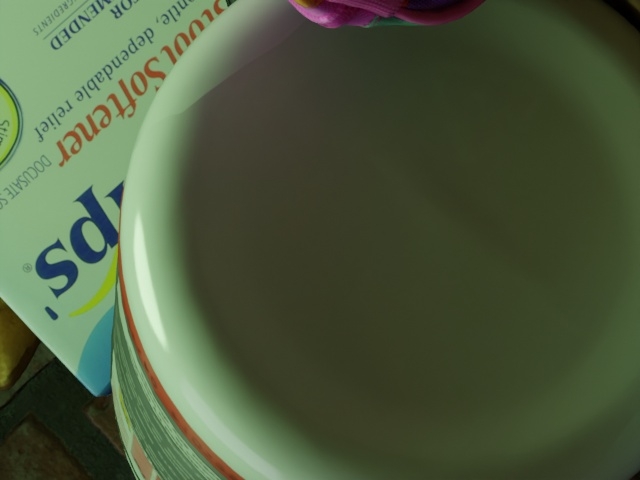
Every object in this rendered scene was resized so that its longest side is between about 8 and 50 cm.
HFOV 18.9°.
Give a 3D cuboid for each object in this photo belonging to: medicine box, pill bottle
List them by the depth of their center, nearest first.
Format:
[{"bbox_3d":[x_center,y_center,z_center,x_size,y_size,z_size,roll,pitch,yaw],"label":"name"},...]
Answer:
[{"bbox_3d":[0.018,0.041,0.794,0.210,0.210,0.363,47,164,7],"label":"pill bottle"},{"bbox_3d":[-0.153,-0.090,1.316,0.289,0.263,0.149,48,176,-10],"label":"medicine box"}]

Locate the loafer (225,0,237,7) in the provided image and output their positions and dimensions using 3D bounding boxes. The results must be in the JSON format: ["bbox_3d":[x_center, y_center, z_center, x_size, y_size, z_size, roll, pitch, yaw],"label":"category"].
[{"bbox_3d":[-0.005,-0.109,0.948,0.078,0.076,0.223,54,176,35],"label":"loafer"}]

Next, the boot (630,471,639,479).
[{"bbox_3d":[0.143,0.058,1.000,0.213,0.077,0.165,53,176,14],"label":"boot"}]

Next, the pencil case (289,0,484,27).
[{"bbox_3d":[-0.025,-0.149,0.648,0.104,0.104,0.236,51,174,-39],"label":"pencil case"}]

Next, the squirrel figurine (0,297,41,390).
[{"bbox_3d":[-0.263,-0.146,1.653,0.397,0.281,0.370,55,162,34],"label":"squirrel figurine"}]
